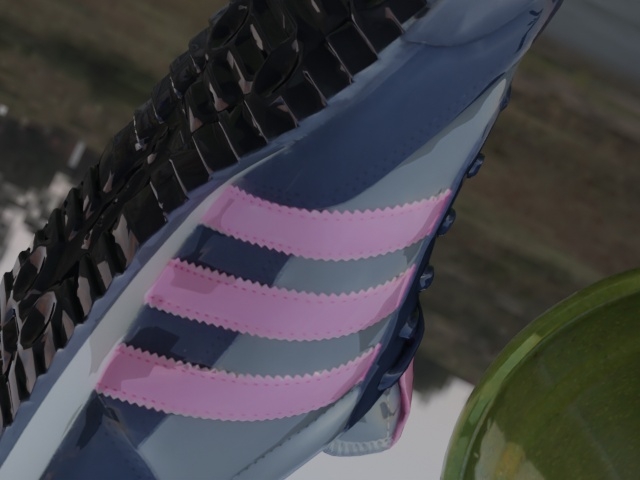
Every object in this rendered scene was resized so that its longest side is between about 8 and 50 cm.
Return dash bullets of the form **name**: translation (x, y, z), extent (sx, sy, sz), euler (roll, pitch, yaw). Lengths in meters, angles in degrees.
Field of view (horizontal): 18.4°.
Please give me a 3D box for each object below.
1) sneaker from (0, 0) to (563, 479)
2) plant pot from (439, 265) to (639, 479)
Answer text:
- **sneaker**: translation (0.000, 0.000, 0.653), extent (0.131, 0.319, 0.112), euler (31, -153, -26)
- **plant pot**: translation (0.205, 0.173, 0.931), extent (0.276, 0.276, 0.254), euler (25, -168, -10)
